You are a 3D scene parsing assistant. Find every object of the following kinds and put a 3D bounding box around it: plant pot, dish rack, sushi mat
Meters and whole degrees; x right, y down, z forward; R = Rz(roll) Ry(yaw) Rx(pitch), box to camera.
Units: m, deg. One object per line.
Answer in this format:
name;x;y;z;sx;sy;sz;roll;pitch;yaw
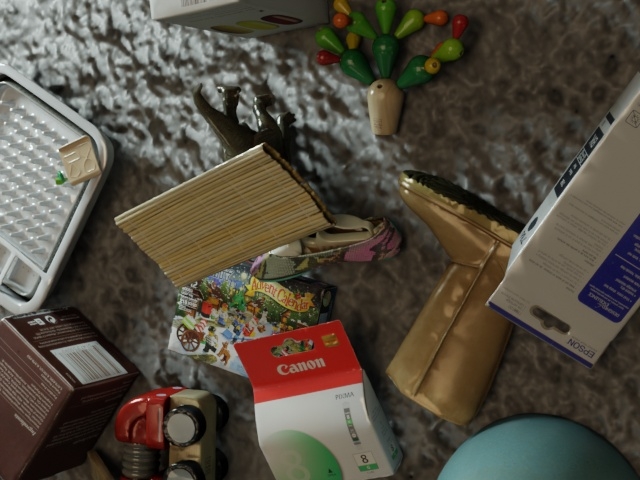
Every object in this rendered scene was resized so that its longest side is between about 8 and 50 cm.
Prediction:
plant pot;0.246;0.375;1.517;0.290;0.195;0.290;2;94;28
dish rack;-0.468;-0.081;1.927;0.285;0.072;0.333;35;108;22
sushi mat;-0.133;-0.026;1.649;0.316;0.019;0.151;-22;120;40

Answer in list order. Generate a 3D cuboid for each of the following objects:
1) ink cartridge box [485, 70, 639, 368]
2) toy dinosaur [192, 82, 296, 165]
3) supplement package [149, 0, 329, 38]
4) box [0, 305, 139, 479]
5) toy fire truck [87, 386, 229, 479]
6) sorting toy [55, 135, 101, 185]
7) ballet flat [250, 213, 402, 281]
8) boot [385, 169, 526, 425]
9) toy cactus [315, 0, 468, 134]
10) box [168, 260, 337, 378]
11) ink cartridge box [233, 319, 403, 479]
ink cartridge box;0.353;-0.021;1.475;0.165;0.065;0.333;32;107;-8
toy dinosaur;-0.087;-0.114;1.656;0.121;0.313;0.160;-10;64;2
supplement package;-0.106;-0.354;1.624;0.139;0.244;0.134;-6;90;28
box;-0.422;0.234;1.868;0.167;0.168;0.203;41;109;19
toy fire truck;-0.264;0.323;1.821;0.246;0.158;0.217;2;95;17
sorting toy;-0.368;-0.114;1.830;0.083;0.012;0.062;-22;88;22
ballet flat;0.000;0.000;1.669;0.221;0.077;0.079;-9;130;18
boot;0.152;0.073;1.605;0.236;0.089;0.269;32;108;20
toy cactus;0.088;-0.230;1.623;0.219;0.112;0.180;6;106;18
box;-0.101;0.113;1.764;0.233;0.044;0.159;16;101;26
ink cartridge box;-0.012;0.232;1.678;0.181;0.056;0.225;-15;111;28
